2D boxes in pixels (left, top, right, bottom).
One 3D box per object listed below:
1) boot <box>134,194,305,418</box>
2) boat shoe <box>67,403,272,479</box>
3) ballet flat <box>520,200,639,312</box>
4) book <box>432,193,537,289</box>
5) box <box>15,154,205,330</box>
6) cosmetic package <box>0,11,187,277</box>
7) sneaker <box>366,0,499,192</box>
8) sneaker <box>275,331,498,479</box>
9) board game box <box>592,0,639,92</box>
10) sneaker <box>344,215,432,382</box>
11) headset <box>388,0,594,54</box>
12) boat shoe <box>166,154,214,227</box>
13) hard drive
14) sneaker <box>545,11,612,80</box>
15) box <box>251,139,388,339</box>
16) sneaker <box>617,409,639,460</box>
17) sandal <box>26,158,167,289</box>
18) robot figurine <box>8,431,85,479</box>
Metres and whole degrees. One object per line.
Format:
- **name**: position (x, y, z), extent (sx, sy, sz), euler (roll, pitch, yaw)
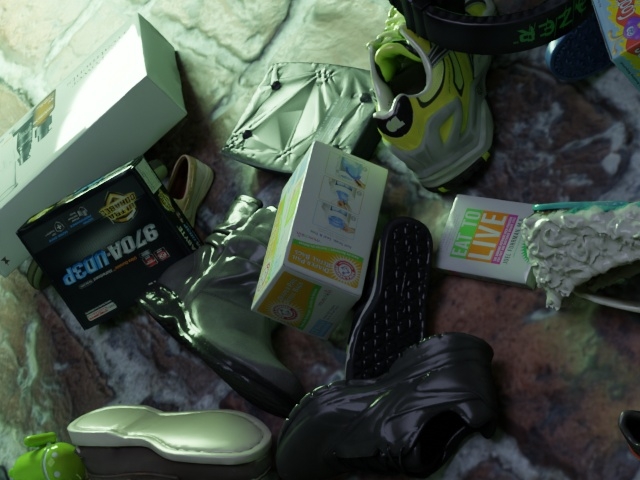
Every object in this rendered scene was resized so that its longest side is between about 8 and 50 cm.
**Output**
- **boot**: position (-0.078, 0.065, 2.034), extent (0.223, 0.118, 0.338), euler (-46, 45, -8)
- **boat shoe**: position (-0.177, 0.267, 1.971), extent (0.324, 0.097, 0.116), euler (-1, 19, 40)
- **ballet flat**: position (0.386, 0.009, 1.636), extent (0.409, 0.147, 0.147), euler (-8, 55, 44)
- **book**: position (0.204, 0.002, 1.872), extent (0.144, 0.035, 0.096), euler (9, 70, 46)
- **box**: position (-0.284, 0.005, 2.224), extent (0.220, 0.175, 0.051), euler (-26, 16, 27)
- **cosmetic package**: position (-0.376, -0.151, 2.457), extent (0.377, 0.097, 0.284), euler (-41, 28, 11)
- **sneaker**: position (0.136, -0.245, 2.042), extent (0.145, 0.147, 0.385), euler (-29, 42, 27)
- **sneaker**: position (0.070, 0.211, 1.776), extent (0.286, 0.109, 0.130), euler (-32, 48, 24)
- **board game box**: position (0.453, -0.271, 1.758), extent (0.275, 0.144, 0.142), euler (-30, 43, 24)
- **sneaker**: position (0.080, 0.084, 1.907), extent (0.097, 0.084, 0.235), euler (135, 154, -67)
- **headset**: position (0.176, -0.337, 1.970), extent (0.243, 0.185, 0.394), euler (-31, 49, -15)
- **boat shoe**: position (-0.209, -0.044, 2.282), extent (0.063, 0.059, 0.170), euler (-4, 57, 42)
- **hard drive**: position (-0.010, -0.156, 2.185), extent (0.254, 0.054, 0.172), euler (13, 69, 48)
- **sneaker**: position (0.350, -0.288, 1.933), extent (0.232, 0.081, 0.090), euler (-43, 30, 3)
- **box**: position (0.000, 0.000, 1.960), extent (0.114, 0.103, 0.203), euler (125, 164, -49)
- **sneaker**: position (0.345, 0.201, 1.543), extent (0.158, 0.065, 0.061), euler (14, 70, 49)
- **sandal**: position (-0.318, -0.006, 2.321), extent (0.303, 0.086, 0.120), euler (-37, 7, 34)
- **robot figurine**: position (-0.359, 0.306, 2.137), extent (0.115, 0.067, 0.101), euler (-20, 74, 32)
